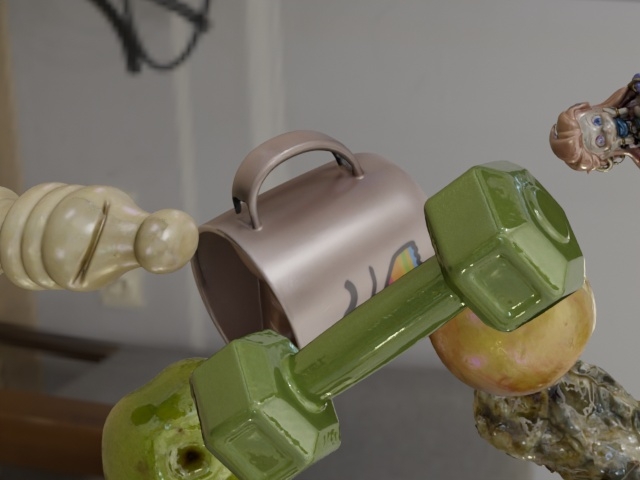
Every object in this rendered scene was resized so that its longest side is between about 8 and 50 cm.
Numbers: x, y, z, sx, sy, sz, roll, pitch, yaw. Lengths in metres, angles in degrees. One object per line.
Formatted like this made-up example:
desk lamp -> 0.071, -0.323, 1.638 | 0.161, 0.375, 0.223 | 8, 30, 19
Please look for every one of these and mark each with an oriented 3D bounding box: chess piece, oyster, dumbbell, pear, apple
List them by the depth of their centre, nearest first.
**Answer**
dumbbell -> 0.043, 0.063, 1.221 | 0.121, 0.302, 0.108 | 44, 25, -19
apple -> 0.154, 0.059, 1.395 | 0.146, 0.146, 0.146 | 6, 90, -71
chess piece -> -0.243, -0.006, 1.573 | 0.139, 0.307, 0.124 | 16, 77, -60
pear -> -0.132, 0.199, 1.699 | 0.180, 0.166, 0.216 | -50, -168, -4
oyster -> 0.321, 0.212, 1.805 | 0.078, 0.345, 0.128 | -38, 149, -82

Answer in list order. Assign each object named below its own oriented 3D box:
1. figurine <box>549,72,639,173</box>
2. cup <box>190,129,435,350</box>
figurine -> 0.343, -0.121, 1.969 | 0.114, 0.157, 0.126 | -15, 91, -64
cup -> 0.000, 0.000, 1.684 | 0.200, 0.191, 0.252 | -31, 128, -23
